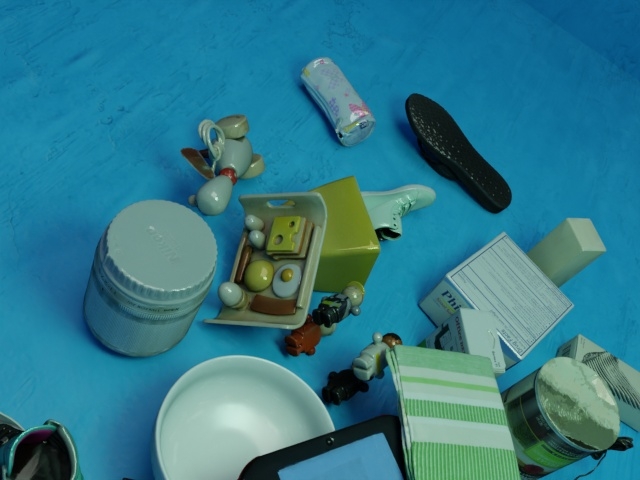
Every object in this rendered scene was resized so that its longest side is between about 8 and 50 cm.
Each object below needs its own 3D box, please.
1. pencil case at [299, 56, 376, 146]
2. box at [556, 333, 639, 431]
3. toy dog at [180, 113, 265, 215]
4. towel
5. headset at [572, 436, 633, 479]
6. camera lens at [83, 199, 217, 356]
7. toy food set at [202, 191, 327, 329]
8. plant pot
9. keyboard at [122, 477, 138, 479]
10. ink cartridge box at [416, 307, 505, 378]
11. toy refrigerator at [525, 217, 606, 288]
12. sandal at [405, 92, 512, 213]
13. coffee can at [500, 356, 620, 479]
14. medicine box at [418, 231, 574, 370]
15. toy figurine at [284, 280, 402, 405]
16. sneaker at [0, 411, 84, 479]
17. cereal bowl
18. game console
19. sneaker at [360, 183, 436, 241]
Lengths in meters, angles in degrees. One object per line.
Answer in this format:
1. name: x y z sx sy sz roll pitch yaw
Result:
1. pencil case: 0.047 -0.400 1.948 0.124 0.113 0.273 -24 69 -17
2. box: 0.749 0.370 1.750 0.275 0.094 0.113 31 47 -3
3. toy dog: -0.254 -0.173 1.590 0.334 0.161 0.220 -42 122 -69
4. towel: 0.251 0.355 1.269 0.248 0.038 0.325 11 48 -20
5. headset: 0.563 0.594 1.415 0.243 0.185 0.394 37 51 -9
6. camera lens: -0.328 0.080 1.295 0.219 0.274 0.219 14 51 -18
7. toy food set: -0.120 0.040 1.428 0.092 0.220 0.306 41 55 -51
8. plant pot: 0.000 0.000 1.579 0.187 0.212 0.212 -8 60 -17
9. keyboard: -0.211 0.485 1.218 0.317 0.033 0.201 19 47 -16
10. ink cartridge box: 0.312 0.266 1.528 0.087 0.208 0.153 9 53 -21
11. toy refrigerator: 0.623 0.058 1.798 0.094 0.269 0.102 1 56 -26
12. sandal: 0.390 -0.246 2.031 0.446 0.107 0.167 48 47 -5
13. coffee can: 0.473 0.400 1.466 0.201 0.275 0.201 13 51 -17
14. medicine box: 0.446 0.162 1.712 0.289 0.149 0.263 -30 73 -38
15. toy figurine: 0.055 0.217 1.435 0.213 0.209 0.148 49 44 12
16. sneaker: -0.502 0.334 1.084 0.295 0.178 0.124 34 48 0
17. cereal bowl: -0.145 0.385 1.217 0.339 0.141 0.339 16 48 -19
18. game console: 0.068 0.485 1.116 0.387 0.060 0.342 -8 57 -34
19. sneaker: 0.211 -0.062 1.792 0.256 0.094 0.151 -9 55 -20
